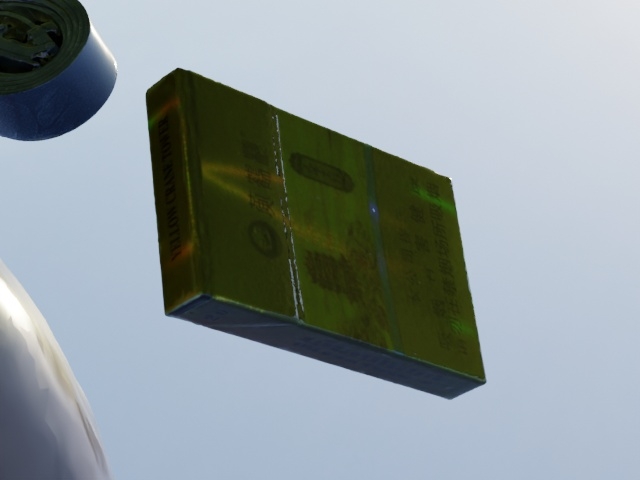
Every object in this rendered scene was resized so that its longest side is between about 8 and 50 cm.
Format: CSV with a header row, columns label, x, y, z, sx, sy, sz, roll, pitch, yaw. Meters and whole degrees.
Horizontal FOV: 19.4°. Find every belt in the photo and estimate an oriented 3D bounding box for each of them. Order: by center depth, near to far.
label,x,y,z,sx,sy,sz,roll,pitch,yaw
belt,-0.282,-0.170,1.775,0.190,0.082,0.141,23,-118,37

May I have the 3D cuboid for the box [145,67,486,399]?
label,x,y,z,sx,sy,sz,roll,pitch,yaw
box,0.000,0.000,0.912,0.030,0.121,0.193,-30,146,35

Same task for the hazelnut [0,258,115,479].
label,x,y,z,sx,sy,sz,roll,pitch,yaw
hazelnut,-0.218,0.102,0.453,0.372,0.315,0.372,-49,-169,14
